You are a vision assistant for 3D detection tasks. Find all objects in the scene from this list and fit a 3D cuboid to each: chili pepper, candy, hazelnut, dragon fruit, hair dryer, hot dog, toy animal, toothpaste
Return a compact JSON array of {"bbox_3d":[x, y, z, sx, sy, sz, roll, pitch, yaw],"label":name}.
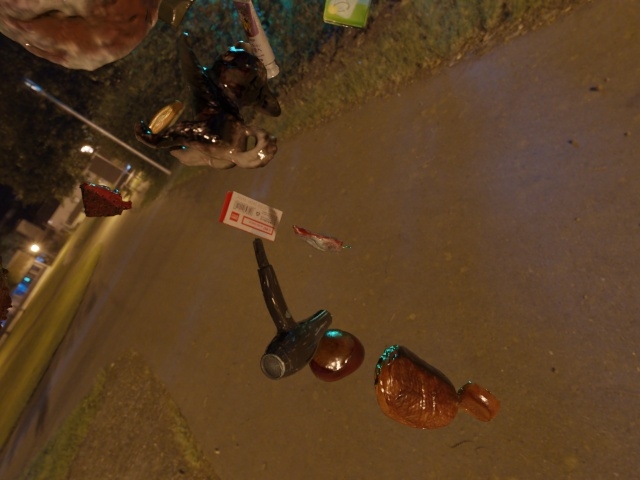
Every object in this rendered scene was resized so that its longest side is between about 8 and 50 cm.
[{"bbox_3d":[0.000,0.001,1.049,0.050,0.153,0.041,-57,27,35],"label":"chili pepper"},{"bbox_3d":[0.047,-0.382,0.544,0.097,0.062,0.194,-92,10,-47],"label":"candy"},{"bbox_3d":[0.067,0.463,1.755,0.229,0.229,0.229,-39,32,30],"label":"hazelnut"},{"bbox_3d":[-0.595,-0.121,1.209,0.063,0.131,0.097,36,121,42],"label":"dragon fruit"},{"bbox_3d":[-0.057,0.094,0.715,0.075,0.219,0.195,-16,7,27],"label":"hair dryer"},{"bbox_3d":[0.209,0.327,0.976,0.099,0.227,0.160,-38,21,50],"label":"hot dog"},{"bbox_3d":[-0.212,-0.317,1.024,0.302,0.194,0.344,10,73,16],"label":"toy animal"},{"bbox_3d":[-0.232,-0.738,1.584,0.073,0.299,0.114,-42,49,-15],"label":"toothpaste"},{"bbox_3d":[-0.279,-0.336,0.456,0.157,0.214,0.289,123,129,-75],"label":"candy"},{"bbox_3d":[-0.481,-0.380,1.342,0.137,0.044,0.028,-49,39,-4],"label":"hot dog"}]

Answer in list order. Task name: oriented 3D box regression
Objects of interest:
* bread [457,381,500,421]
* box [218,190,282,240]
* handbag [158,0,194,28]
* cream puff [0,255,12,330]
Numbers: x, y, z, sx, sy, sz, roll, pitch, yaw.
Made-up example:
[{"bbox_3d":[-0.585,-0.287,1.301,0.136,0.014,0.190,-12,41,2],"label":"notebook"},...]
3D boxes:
[{"bbox_3d":[0.496,0.523,1.394,0.044,0.129,0.126,-49,-12,-51],"label":"bread"},{"bbox_3d":[-0.249,-0.086,1.604,0.050,0.229,0.123,6,77,54],"label":"box"},{"bbox_3d":[-0.363,-0.611,0.946,0.253,0.316,0.109,-56,-15,-17],"label":"handbag"},{"bbox_3d":[-0.622,0.045,0.629,0.350,0.350,0.229,9,68,61],"label":"cream puff"}]
